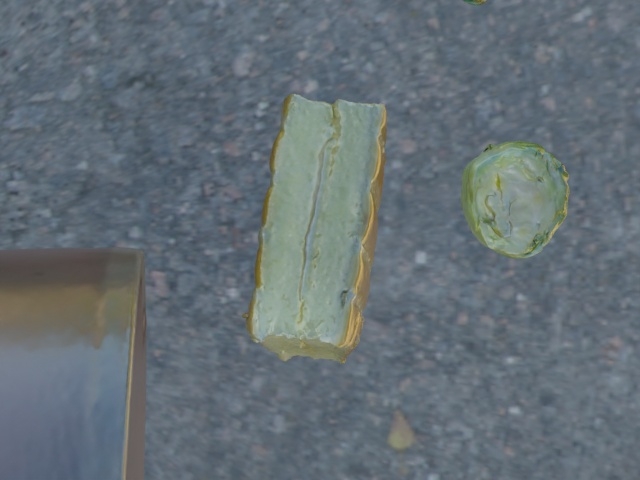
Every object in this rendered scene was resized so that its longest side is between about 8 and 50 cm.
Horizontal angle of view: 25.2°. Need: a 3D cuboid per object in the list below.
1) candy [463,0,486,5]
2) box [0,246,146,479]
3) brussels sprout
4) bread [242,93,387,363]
[{"bbox_3d":[0.206,-0.391,1.908,0.061,0.202,0.061,-4,58,7],"label":"candy"},{"bbox_3d":[-0.203,0.148,0.766,0.216,0.301,0.301,3,88,-7],"label":"box"},{"bbox_3d":[0.250,-0.056,1.910,0.149,0.122,0.151,39,82,-8],"label":"brussels sprout"},{"bbox_3d":[0.000,0.000,1.416,0.111,0.246,0.239,9,83,4],"label":"bread"}]
